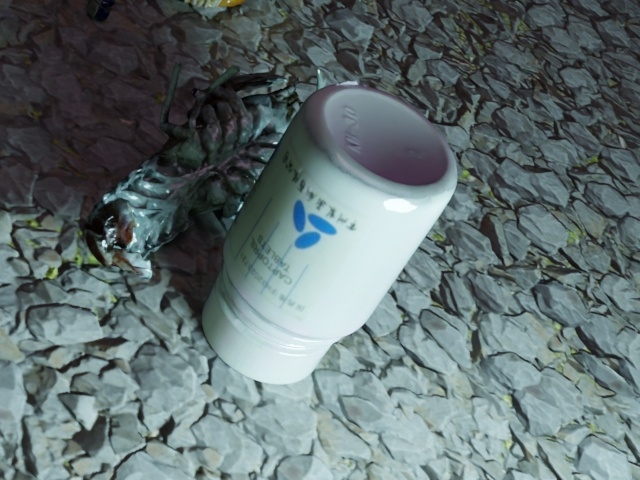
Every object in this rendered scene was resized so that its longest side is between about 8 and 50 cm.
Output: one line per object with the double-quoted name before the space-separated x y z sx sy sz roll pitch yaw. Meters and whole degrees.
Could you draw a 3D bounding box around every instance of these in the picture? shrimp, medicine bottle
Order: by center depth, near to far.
"medicine bottle" 0.000 0.000 1.580 0.170 0.293 0.170 19 39 -16
"shrimp" -0.112 -0.087 1.718 0.410 0.166 0.221 -37 107 -35

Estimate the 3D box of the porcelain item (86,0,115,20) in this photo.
"porcelain item" -0.270 -0.319 1.951 0.075 0.021 0.136 -5 52 -42

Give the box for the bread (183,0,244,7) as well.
"bread" -0.124 -0.368 2.029 0.190 0.114 0.132 -23 73 -35
